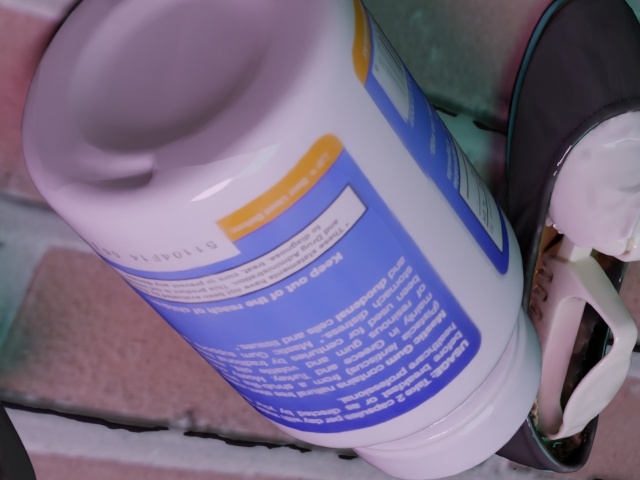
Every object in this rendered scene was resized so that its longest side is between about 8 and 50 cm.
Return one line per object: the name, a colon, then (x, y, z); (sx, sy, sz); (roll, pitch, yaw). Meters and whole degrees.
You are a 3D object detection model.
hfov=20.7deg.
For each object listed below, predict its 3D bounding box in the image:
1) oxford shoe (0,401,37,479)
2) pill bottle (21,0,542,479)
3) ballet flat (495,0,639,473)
oxford shoe: (-0.251, 0.024, 0.623); (0.146, 0.140, 0.397); (-31, 129, 1)
pill bottle: (0.000, 0.000, 0.790); (0.152, 0.152, 0.272); (-44, 136, -5)
ballet flat: (0.147, 0.007, 0.950); (0.095, 0.096, 0.280); (-12, 125, -32)
